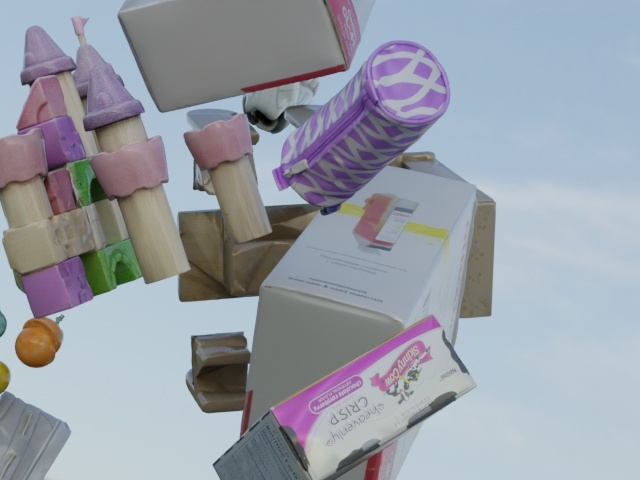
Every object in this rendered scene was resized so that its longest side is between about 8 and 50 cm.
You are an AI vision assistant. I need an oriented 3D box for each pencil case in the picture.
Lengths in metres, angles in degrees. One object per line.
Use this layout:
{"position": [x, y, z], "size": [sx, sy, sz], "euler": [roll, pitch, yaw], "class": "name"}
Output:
{"position": [0.033, -0.100, 1.599], "size": [0.088, 0.086, 0.206], "euler": [-9, -19, -30], "class": "pencil case"}

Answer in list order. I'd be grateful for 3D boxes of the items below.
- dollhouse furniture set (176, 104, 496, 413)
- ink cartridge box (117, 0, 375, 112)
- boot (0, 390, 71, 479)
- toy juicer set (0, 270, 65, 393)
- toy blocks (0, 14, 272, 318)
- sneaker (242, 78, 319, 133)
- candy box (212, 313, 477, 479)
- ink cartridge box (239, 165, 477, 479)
{"position": [0.000, 0.000, 2.397], "size": [0.394, 0.362, 0.256], "euler": [-4, 16, -15], "class": "dollhouse furniture set"}
{"position": [-0.060, -0.278, 1.960], "size": [0.226, 0.306, 0.131], "euler": [-12, -63, 20], "class": "ink cartridge box"}
{"position": [-0.457, 0.334, 2.511], "size": [0.123, 0.258, 0.095], "euler": [32, -31, -6], "class": "boot"}
{"position": [-0.507, 0.138, 2.529], "size": [0.329, 0.209, 0.089], "euler": [-15, -20, -2], "class": "toy juicer set"}
{"position": [-0.249, -0.072, 1.687], "size": [0.308, 0.260, 0.288], "euler": [-17, 4, 19], "class": "toy blocks"}
{"position": [-0.067, -0.206, 2.582], "size": [0.110, 0.118, 0.292], "euler": [14, -6, 5], "class": "sneaker"}
{"position": [0.013, 0.152, 1.490], "size": [0.071, 0.159, 0.233], "euler": [59, -22, 7], "class": "candy box"}
{"position": [0.046, 0.111, 2.046], "size": [0.160, 0.279, 0.385], "euler": [13, 25, 12], "class": "ink cartridge box"}
